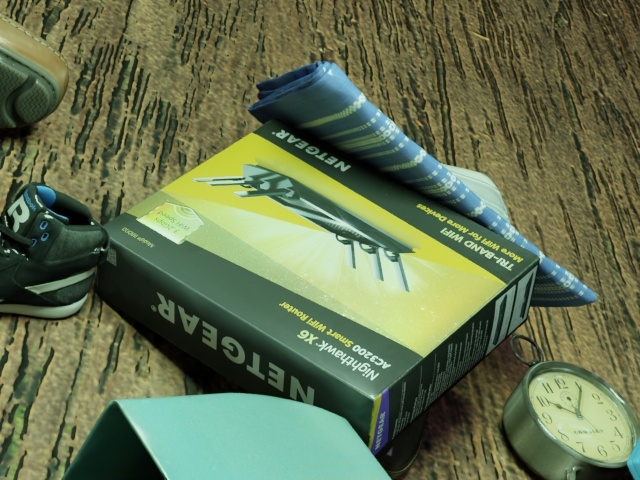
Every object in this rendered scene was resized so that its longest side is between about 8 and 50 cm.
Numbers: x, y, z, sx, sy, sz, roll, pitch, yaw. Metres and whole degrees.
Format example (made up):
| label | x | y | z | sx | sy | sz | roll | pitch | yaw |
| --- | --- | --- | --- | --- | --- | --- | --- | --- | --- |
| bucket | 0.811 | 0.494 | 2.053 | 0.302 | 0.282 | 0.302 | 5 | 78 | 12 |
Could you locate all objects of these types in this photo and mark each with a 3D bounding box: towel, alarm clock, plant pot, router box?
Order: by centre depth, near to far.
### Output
| label | x | y | z | sx | sy | sz | roll | pitch | yaw |
| --- | --- | --- | --- | --- | --- | --- | --- | --- | --- |
| plant pot | -0.055 | 0.215 | 1.068 | 0.234 | 0.165 | 0.166 | -3 | 46 | -47 |
| router box | -0.004 | 0.031 | 1.288 | 0.308 | 0.081 | 0.243 | 29 | 45 | 27 |
| towel | 0.089 | -0.049 | 1.404 | 0.336 | 0.040 | 0.243 | 39 | -12 | -13 |
| alarm clock | 0.231 | 0.166 | 1.412 | 0.129 | 0.064 | 0.192 | 3 | 46 | -33 |

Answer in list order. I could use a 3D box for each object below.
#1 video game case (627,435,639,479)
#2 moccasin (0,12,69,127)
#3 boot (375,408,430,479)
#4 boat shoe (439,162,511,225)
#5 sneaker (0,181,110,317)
| label | x | y | z | sx | sy | sz | roll | pitch | yaw |
| --- | --- | --- | --- | --- | --- | --- | --- | --- | --- |
| video game case | 0.344 | 0.223 | 1.409 | 0.119 | 0.015 | 0.166 | 62 | 32 | -8 |
| moccasin | -0.412 | -0.224 | 1.388 | 0.380 | 0.139 | 0.147 | 21 | 44 | 3 |
| boot | 0.082 | 0.113 | 1.333 | 0.082 | 0.106 | 0.219 | 25 | 35 | -7 |
| boat shoe | 0.113 | -0.040 | 1.570 | 0.227 | 0.079 | 0.081 | 8 | 36 | -33 |
| sneaker | -0.277 | 0.003 | 1.199 | 0.216 | 0.121 | 0.079 | -2 | 45 | -38 |
